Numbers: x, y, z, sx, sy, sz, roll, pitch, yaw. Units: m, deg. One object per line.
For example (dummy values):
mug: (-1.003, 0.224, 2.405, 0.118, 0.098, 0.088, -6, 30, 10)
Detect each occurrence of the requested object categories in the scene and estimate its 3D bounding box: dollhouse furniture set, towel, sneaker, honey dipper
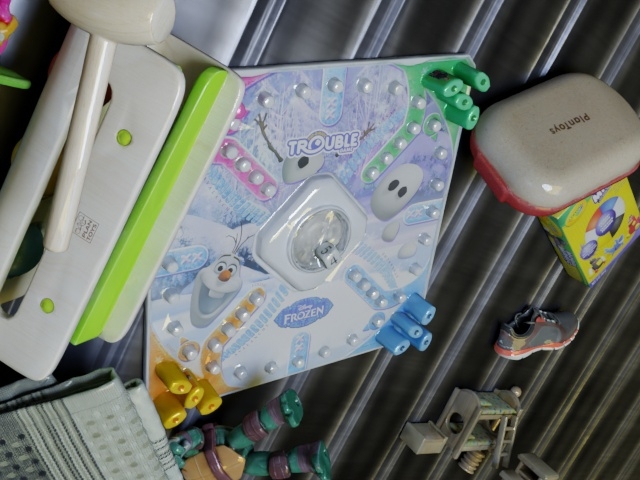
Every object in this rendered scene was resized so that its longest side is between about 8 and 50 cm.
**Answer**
dollhouse furniture set: (0.246, 0.295, 1.192, 0.182, 0.161, 0.101, 10, 111, -42)
towel: (-0.287, 0.266, 0.778, 0.312, 0.056, 0.324, -16, 127, -5)
sneaker: (0.334, 0.129, 1.227, 0.158, 0.061, 0.065, -18, 121, -29)
honey dipper: (0.279, 0.307, 1.319, 0.030, 0.030, 0.161, 27, 98, -44)

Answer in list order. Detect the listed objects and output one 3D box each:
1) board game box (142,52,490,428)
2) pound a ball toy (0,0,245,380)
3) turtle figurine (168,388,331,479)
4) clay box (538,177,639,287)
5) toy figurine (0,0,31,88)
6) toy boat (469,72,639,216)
board game box: (0.000, 0.000, 0.890, 0.390, 0.050, 0.390, -11, 124, -32)
pound a ball toy: (-0.190, -0.057, 0.611, 0.319, 0.135, 0.208, -62, 170, 16)
turtle figurine: (-0.115, 0.257, 0.910, 0.234, 0.118, 0.175, -25, 124, 10)
clay box: (0.384, -0.041, 1.158, 0.127, 0.053, 0.222, -47, 136, -4)
toy figurine: (-0.249, -0.196, 0.543, 0.173, 0.130, 0.159, 2, 108, -63)
toy boat: (0.283, -0.102, 1.004, 0.231, 0.151, 0.151, -24, 160, -23)
